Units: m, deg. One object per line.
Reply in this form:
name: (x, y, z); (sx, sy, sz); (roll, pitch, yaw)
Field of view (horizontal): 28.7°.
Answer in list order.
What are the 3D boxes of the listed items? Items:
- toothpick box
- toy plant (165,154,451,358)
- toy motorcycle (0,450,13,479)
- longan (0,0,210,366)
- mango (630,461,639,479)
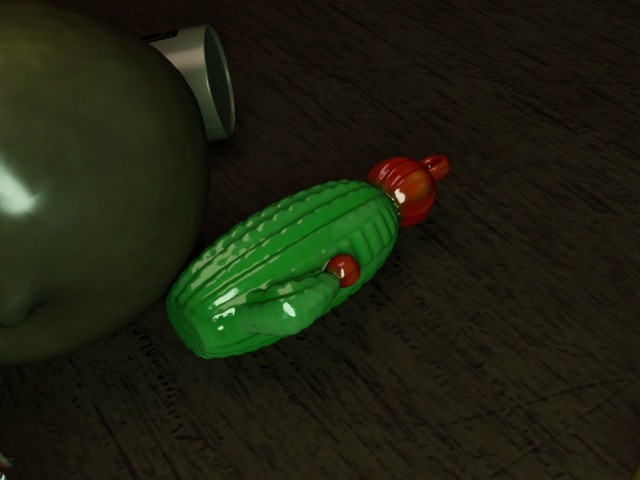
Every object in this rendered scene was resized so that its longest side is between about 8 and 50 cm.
toothpick box: (-0.179, -0.131, 1.160); (0.180, 0.111, 0.111); (-10, 37, 8)
toy plant: (-0.013, 0.004, 0.938); (0.154, 0.088, 0.240); (-7, 27, 38)
toy motorcycle: (-0.282, 0.240, 0.665); (0.221, 0.148, 0.325); (7, 28, 39)
longan: (-0.223, -0.046, 0.919); (0.297, 0.297, 0.297); (-11, 37, 9)
mango: (0.296, 0.168, 0.549); (0.195, 0.142, 0.332); (-21, 33, -12)
